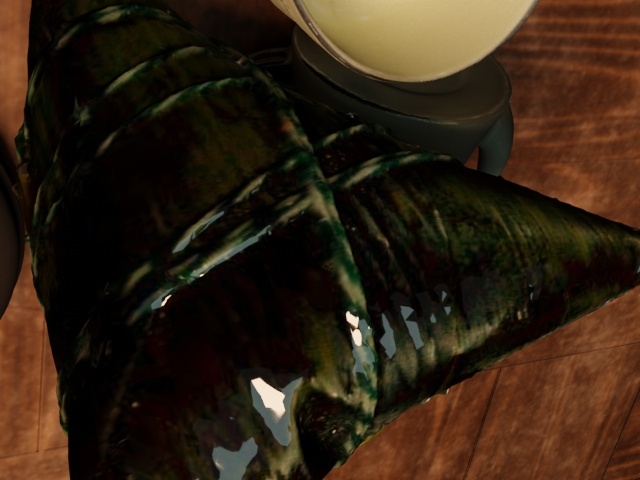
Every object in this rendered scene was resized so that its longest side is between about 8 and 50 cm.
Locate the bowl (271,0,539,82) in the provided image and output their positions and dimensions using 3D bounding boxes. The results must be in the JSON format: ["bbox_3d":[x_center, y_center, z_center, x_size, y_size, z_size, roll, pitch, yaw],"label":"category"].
[{"bbox_3d":[0.036,-0.227,0.608,0.238,0.126,0.237,-16,117,-33],"label":"bowl"}]

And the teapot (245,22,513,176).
[{"bbox_3d":[0.033,-0.078,0.722,0.239,0.162,0.149,10,129,-8],"label":"teapot"}]

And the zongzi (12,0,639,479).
[{"bbox_3d":[0.000,0.000,0.585,0.362,0.383,0.319,-18,133,-11],"label":"zongzi"}]

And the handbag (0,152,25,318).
[{"bbox_3d":[-0.337,0.021,0.585,0.308,0.093,0.253,-34,132,-7],"label":"handbag"}]
